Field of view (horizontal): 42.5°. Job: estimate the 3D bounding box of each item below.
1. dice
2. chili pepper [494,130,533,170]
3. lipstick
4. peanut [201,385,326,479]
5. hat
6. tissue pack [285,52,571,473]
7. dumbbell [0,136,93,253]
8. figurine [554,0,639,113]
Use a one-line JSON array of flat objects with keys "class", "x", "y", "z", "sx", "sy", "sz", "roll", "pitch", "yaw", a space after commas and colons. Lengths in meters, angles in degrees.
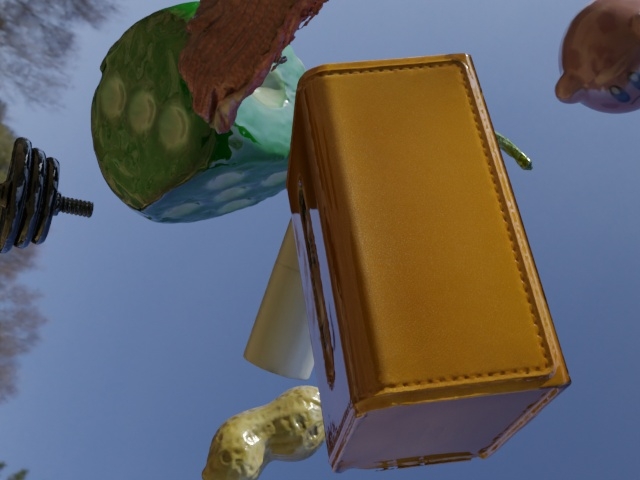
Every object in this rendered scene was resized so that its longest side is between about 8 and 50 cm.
[{"class": "dice", "x": -0.196, "y": -0.209, "z": 1.405, "sx": 0.300, "sy": 0.287, "sz": 0.297, "roll": -29, "pitch": -106, "yaw": 38}, {"class": "chili pepper", "x": 0.184, "y": -0.096, "z": 0.845, "sx": 0.017, "sy": 0.083, "sz": 0.030, "roll": -48, "pitch": -162, "yaw": 53}, {"class": "lipstick", "x": 0.000, "y": 0.000, "z": 0.990, "sx": 0.087, "sy": 0.087, "sz": 0.327, "roll": 20, "pitch": -89, "yaw": 49}, {"class": "peanut", "x": -0.074, "y": 0.287, "z": 1.196, "sx": 0.103, "sy": 0.229, "sz": 0.098, "roll": -16, "pitch": -83, "yaw": 65}, {"class": "hat", "x": -0.026, "y": -0.253, "z": 0.739, "sx": 0.286, "sy": 0.107, "sz": 0.237, "roll": -41, "pitch": -134, "yaw": 40}, {"class": "tissue pack", "x": 0.061, "y": 0.023, "z": 0.649, "sx": 0.194, "sy": 0.145, "sz": 0.275, "roll": 98, "pitch": -15, "yaw": -61}, {"class": "dumbbell", "x": -0.292, "y": -0.044, "z": 0.674, "sx": 0.099, "sy": 0.208, "sz": 0.099, "roll": -37, "pitch": -133, "yaw": 56}, {"class": "figurine", "x": 0.411, "y": -0.257, "z": 1.133, "sx": 0.173, "sy": 0.173, "sz": 0.173, "roll": -22, "pitch": -123, "yaw": 39}]
